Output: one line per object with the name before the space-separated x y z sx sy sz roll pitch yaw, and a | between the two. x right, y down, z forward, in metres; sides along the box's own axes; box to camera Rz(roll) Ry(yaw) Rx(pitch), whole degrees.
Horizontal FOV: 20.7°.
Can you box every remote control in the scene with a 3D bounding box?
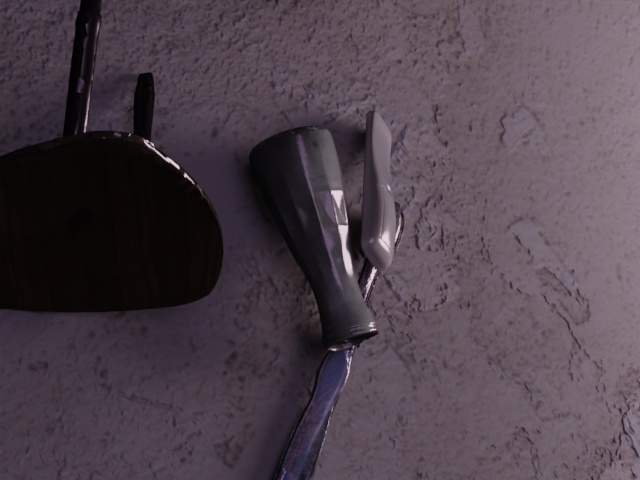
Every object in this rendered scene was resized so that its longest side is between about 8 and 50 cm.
remote control | 0.062 -0.053 1.771 0.050 0.027 0.184 55 28 -45

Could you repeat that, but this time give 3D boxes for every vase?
vase | 0.000 0.000 1.716 0.086 0.086 0.214 -10 74 -29

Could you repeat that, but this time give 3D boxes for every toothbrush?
toothbrush | 0.010 0.140 1.723 0.035 0.042 0.413 14 65 16

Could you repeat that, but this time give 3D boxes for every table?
table | -0.255 -0.104 1.564 0.317 0.317 0.249 8 59 -25
